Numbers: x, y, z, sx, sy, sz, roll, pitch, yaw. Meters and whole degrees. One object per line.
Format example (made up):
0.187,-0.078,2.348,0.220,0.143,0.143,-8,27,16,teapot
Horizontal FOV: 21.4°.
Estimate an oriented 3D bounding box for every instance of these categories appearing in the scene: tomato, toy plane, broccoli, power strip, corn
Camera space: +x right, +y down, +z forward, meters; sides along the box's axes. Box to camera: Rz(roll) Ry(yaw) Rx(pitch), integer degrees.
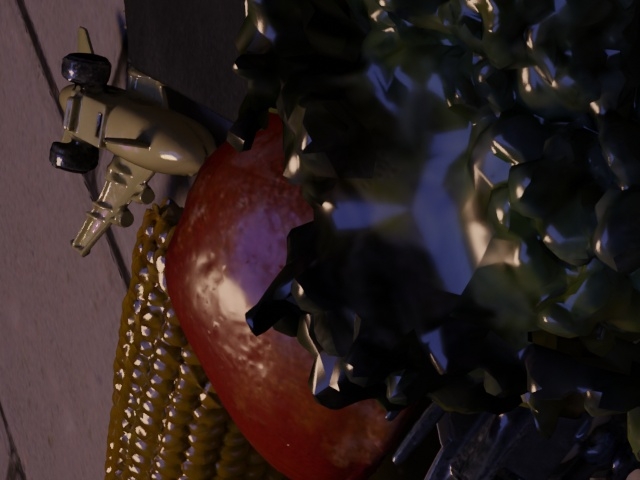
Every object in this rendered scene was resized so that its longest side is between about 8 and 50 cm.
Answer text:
0.000,0.000,0.831,0.200,0.139,0.233,-164,94,-83,tomato
0.083,0.089,0.739,0.234,0.160,0.082,-58,27,-3,toy plane
0.127,-0.069,0.509,0.324,0.334,0.272,-99,-17,-45,broccoli
-0.148,-0.088,1.272,0.244,0.092,0.229,32,113,61,toy plane
-0.058,-0.139,1.069,0.256,0.070,0.105,-145,47,-62,power strip
-0.078,0.145,1.156,0.144,0.144,0.387,43,131,52,corn

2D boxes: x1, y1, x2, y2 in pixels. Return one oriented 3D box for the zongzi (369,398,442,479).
0.068,0.230,0.866,0.323,0.160,0.360,46,118,55,zongzi
